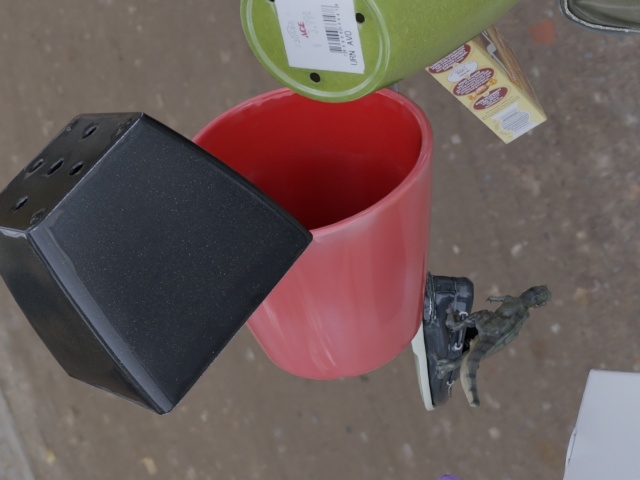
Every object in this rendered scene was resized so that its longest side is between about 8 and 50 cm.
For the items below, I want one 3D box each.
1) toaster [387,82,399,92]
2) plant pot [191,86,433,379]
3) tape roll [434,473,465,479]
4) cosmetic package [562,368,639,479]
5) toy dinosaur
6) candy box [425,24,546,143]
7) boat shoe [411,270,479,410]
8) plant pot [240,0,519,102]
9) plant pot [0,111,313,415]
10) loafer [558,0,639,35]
[{"bbox_3d":[0.065,-0.246,2.036,0.129,0.227,0.146,-7,107,26],"label":"toaster"},{"bbox_3d":[0.000,0.000,1.261,0.275,0.275,0.243,32,147,40],"label":"plant pot"},{"bbox_3d":[0.093,0.351,1.040,0.090,0.275,0.275,27,130,24],"label":"tape roll"},{"bbox_3d":[0.468,0.274,1.260,0.385,0.217,0.156,0,141,34],"label":"cosmetic package"},{"bbox_3d":[0.204,0.125,1.489,0.118,0.268,0.064,-11,114,41],"label":"toy dinosaur"},{"bbox_3d":[0.234,-0.301,1.856,0.087,0.316,0.183,-32,56,20],"label":"candy box"},{"bbox_3d":[0.190,0.147,1.715,0.340,0.113,0.127,75,-173,-51],"label":"boat shoe"},{"bbox_3d":[0.056,-0.260,1.040,0.275,0.293,0.275,17,135,18],"label":"plant pot"},{"bbox_3d":[-0.155,-0.001,0.925,0.187,0.188,0.167,8,142,54],"label":"plant pot"},{"bbox_3d":[0.400,-0.292,1.379,0.251,0.087,0.094,6,92,28],"label":"loafer"}]
